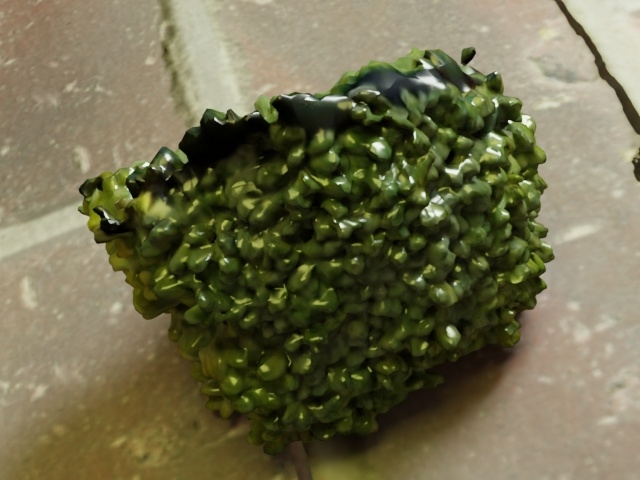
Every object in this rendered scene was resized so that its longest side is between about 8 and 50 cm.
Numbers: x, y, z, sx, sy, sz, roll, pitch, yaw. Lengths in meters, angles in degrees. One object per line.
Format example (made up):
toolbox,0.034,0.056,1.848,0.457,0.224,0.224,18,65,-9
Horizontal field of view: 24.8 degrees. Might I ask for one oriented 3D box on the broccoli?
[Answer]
broccoli,0.005,0.012,0.786,0.242,0.273,0.180,-17,88,-7
